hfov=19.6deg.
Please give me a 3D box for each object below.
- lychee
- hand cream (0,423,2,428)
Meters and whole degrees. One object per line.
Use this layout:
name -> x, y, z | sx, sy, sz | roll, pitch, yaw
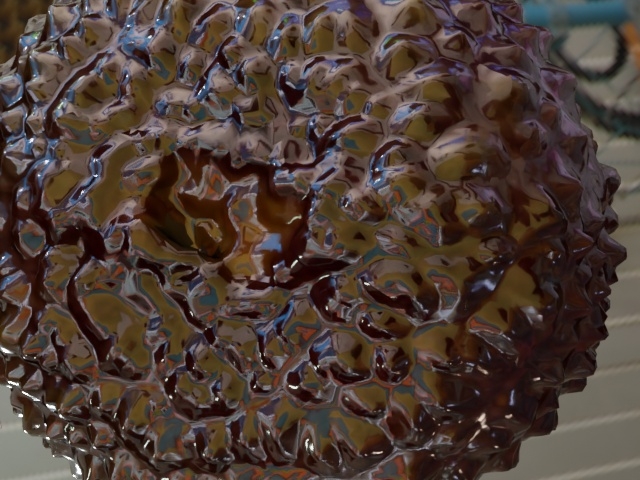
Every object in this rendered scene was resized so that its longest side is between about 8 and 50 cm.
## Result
lychee -> 0.000, 0.000, 0.727 | 0.271, 0.271, 0.271 | 11, -116, -22
hand cream -> -0.241, 0.092, 0.979 | 0.142, 0.053, 0.084 | -25, -124, 7
